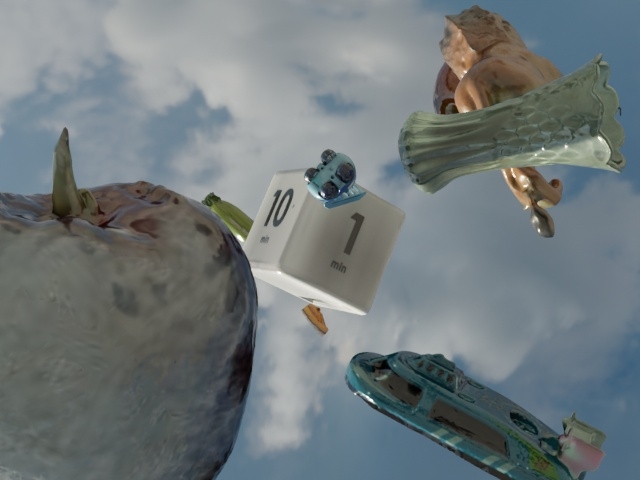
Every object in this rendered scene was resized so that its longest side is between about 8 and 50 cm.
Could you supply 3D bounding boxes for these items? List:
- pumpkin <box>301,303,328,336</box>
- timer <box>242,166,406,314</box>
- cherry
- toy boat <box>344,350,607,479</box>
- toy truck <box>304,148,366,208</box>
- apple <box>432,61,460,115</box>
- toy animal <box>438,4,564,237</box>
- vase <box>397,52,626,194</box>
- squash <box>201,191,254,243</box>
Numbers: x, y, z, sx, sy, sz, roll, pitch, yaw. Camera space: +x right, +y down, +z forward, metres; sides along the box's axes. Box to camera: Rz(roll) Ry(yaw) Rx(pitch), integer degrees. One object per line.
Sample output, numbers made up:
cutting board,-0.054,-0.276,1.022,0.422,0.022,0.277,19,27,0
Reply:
pumpkin,-0.006,0.160,1.607,0.035,0.101,0.073,-34,-91,-3
timer,0.000,0.000,1.382,0.194,0.192,0.195,27,-101,-27
cherry,-0.166,0.071,0.544,0.255,0.296,0.218,-11,-167,-41
toy boat,0.175,0.191,0.929,0.299,0.092,0.134,27,-166,16
toy truck,0.025,-0.079,1.121,0.073,0.090,0.056,-46,-125,2
apple,0.276,-0.248,1.360,0.181,0.181,0.168,31,-120,21
toy animal,0.171,-0.140,0.747,0.157,0.097,0.312,36,-154,-8
vase,0.131,-0.075,0.564,0.149,0.081,0.081,-9,-135,28
squash,-0.151,-0.025,1.528,0.183,0.052,0.052,38,-124,1
